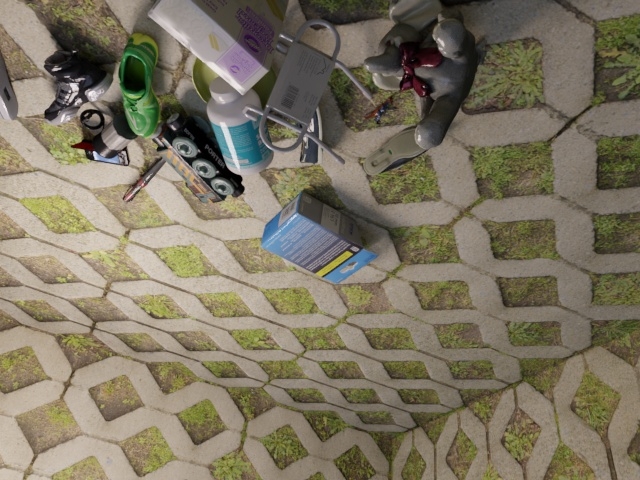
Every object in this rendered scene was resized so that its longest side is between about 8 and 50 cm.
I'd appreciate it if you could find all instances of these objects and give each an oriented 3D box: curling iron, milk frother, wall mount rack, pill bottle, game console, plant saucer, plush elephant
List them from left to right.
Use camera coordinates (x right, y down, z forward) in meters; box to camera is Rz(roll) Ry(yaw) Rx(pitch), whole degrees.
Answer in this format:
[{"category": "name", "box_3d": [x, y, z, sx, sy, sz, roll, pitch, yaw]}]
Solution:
[{"category": "game console", "box_3d": [-0.706, -0.271, 1.697, 0.143, 0.085, 0.124, 10, 141, -1]}, {"category": "milk frother", "box_3d": [-0.628, -0.340, 1.565, 0.134, 0.129, 0.143, -25, 136, 37]}, {"category": "curling iron", "box_3d": [-0.593, -0.210, 1.780, 0.035, 0.068, 0.274, 34, 130, -26]}, {"category": "plant saucer", "box_3d": [-0.228, -0.439, 1.440, 0.240, 0.037, 0.241, 5, 141, 4]}, {"category": "pill bottle", "box_3d": [-0.221, -0.317, 1.443, 0.146, 0.146, 0.264, 0, 141, 10]}, {"category": "wall mount rack", "box_3d": [-0.017, -0.359, 1.344, 0.304, 0.350, 0.130, 24, 175, -14]}, {"category": "plush elephant", "box_3d": [0.225, -0.419, 1.231, 0.255, 0.330, 0.272, 20, 132, 21]}]

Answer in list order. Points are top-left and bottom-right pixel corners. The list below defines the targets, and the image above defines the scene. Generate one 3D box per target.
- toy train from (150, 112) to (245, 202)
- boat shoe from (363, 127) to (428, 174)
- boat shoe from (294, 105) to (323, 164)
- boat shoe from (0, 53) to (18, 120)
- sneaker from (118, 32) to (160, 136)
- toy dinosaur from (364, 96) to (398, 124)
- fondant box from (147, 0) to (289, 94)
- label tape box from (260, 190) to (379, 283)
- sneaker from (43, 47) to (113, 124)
[{"category": "toy train", "box_3d": [-0.379, -0.247, 1.635, 0.190, 0.142, 0.334, -8, 139, 34]}, {"category": "boat shoe", "box_3d": [0.240, -0.264, 1.557, 0.233, 0.084, 0.079, -26, 168, 27]}, {"category": "boat shoe", "box_3d": [-0.035, -0.316, 1.516, 0.079, 0.095, 0.255, -5, 150, -1]}, {"category": "boat shoe", "box_3d": [-0.951, -0.451, 1.515, 0.084, 0.095, 0.258, 9, 140, -7]}, {"category": "sneaker", "box_3d": [-0.506, -0.409, 1.439, 0.109, 0.124, 0.296, 14, 132, 0]}, {"category": "toy dinosaur", "box_3d": [0.169, -0.362, 1.461, 0.090, 0.047, 0.082, 16, 123, 7]}, {"category": "fondant box", "box_3d": [-0.196, -0.504, 1.120, 0.096, 0.331, 0.238, -27, 130, 37]}, {"category": "label tape box", "box_3d": [0.000, 0.000, 1.883, 0.347, 0.115, 0.249, 26, 138, -25]}, {"category": "sneaker", "box_3d": [-0.723, -0.439, 1.488, 0.268, 0.101, 0.153, -22, 132, 25]}]
